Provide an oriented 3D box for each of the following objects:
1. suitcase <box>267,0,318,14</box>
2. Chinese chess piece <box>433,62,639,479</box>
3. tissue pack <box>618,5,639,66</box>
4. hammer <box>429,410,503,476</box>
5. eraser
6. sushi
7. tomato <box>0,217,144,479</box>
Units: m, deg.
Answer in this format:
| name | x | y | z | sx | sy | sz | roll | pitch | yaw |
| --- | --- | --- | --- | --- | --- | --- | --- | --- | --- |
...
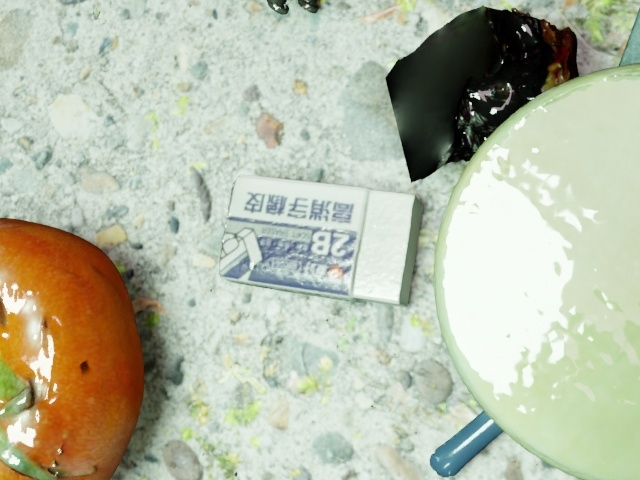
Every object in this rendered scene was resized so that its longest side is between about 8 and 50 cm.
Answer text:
| name | x | y | z | sx | sy | sz | roll | pitch | yaw |
| --- | --- | --- | --- | --- | --- | --- | --- | --- | --- |
| suitcase | -0.094 | -0.422 | 0.941 | 0.312 | 0.128 | 0.202 | 41 | 122 | 14 |
| Chinese chess piece | 0.270 | 0.030 | 0.676 | 0.349 | 0.146 | 0.349 | 0 | 90 | 22 |
| tissue pack | 0.385 | -0.102 | 0.780 | 0.228 | 0.103 | 0.315 | 20 | 89 | 19 |
| hammer | 0.184 | 0.170 | 0.823 | 0.194 | 0.069 | 0.116 | -45 | 72 | 12 |
| eraser | 0.000 | 0.000 | 0.907 | 0.210 | 0.068 | 0.124 | 7 | 81 | 19 |
| sushi | 0.183 | -0.153 | 0.826 | 0.150 | 0.172 | 0.153 | 5 | 57 | -24 |
| tomato | -0.343 | 0.148 | 0.896 | 0.341 | 0.273 | 0.341 | -1 | 81 | 4 |
